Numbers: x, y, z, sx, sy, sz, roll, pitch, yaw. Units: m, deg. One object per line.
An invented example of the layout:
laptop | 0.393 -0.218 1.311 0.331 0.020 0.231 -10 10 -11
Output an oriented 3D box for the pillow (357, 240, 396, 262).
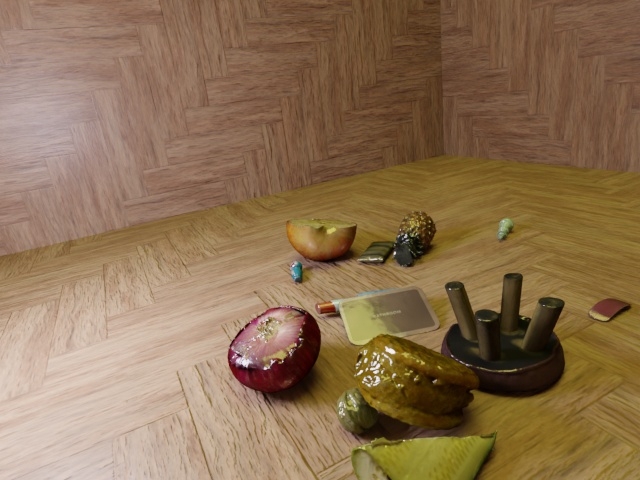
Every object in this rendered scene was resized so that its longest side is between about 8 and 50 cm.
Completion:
pillow | 0.234 0.045 1.710 0.113 0.038 0.203 -1 19 27

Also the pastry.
pastry | 0.185 0.282 0.851 0.240 0.132 0.235 22 -4 -7

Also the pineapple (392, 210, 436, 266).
pineapple | 0.356 0.001 1.657 0.158 0.157 0.278 5 35 32

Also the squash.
squash | 0.181 0.360 0.730 0.252 0.093 0.169 -26 71 -41

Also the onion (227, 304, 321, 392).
onion | -0.108 0.269 1.023 0.248 0.161 0.248 -15 12 3

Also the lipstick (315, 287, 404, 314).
lipstick | 0.120 0.194 1.290 0.274 0.061 0.068 -8 23 -3

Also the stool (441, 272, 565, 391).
stool | 0.420 0.204 0.977 0.272 0.178 0.272 -7 18 2

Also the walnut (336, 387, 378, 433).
walnut | 0.074 0.347 0.850 0.092 0.092 0.092 -7 19 2

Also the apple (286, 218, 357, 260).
apple | 0.000 0.000 1.737 0.293 0.163 0.251 1 8 -16

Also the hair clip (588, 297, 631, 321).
hair clip | 0.790 0.183 1.136 0.137 0.022 0.054 -17 24 -25

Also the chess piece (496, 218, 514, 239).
chess piece | 0.765 -0.040 1.735 0.059 0.059 0.149 5 27 31

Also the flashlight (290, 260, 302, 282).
flashlight | -0.089 0.122 1.601 0.051 0.051 0.129 -9 24 -6

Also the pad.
pad | 0.194 0.213 1.208 0.266 0.002 0.176 -10 40 -7
